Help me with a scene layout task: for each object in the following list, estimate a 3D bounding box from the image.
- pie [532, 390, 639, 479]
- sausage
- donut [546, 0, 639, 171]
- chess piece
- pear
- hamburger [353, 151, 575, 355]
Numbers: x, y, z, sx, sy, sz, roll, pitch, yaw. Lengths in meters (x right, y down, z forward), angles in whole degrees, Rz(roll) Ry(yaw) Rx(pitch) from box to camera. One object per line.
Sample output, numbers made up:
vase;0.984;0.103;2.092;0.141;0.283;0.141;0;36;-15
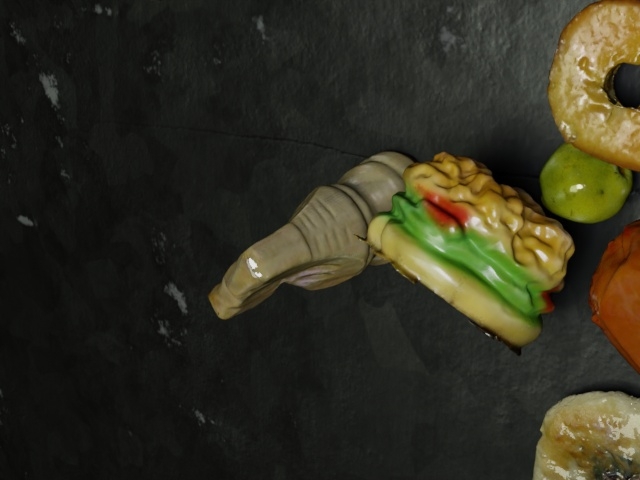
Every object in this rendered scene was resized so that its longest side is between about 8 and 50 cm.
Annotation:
pie;0.322;0.253;1.241;0.218;0.052;0.185;-46;68;41
sausage;0.374;0.092;1.061;0.268;0.141;0.153;49;134;21
donut;0.310;-0.148;1.073;0.178;0.065;0.162;33;119;28
chess piece;0.000;0.000;1.268;0.137;0.301;0.137;18;119;35
pear;0.266;-0.058;1.145;0.097;0.092;0.092;-35;81;44
hamburger;0.164;0.001;1.188;0.237;0.237;0.149;36;93;28
